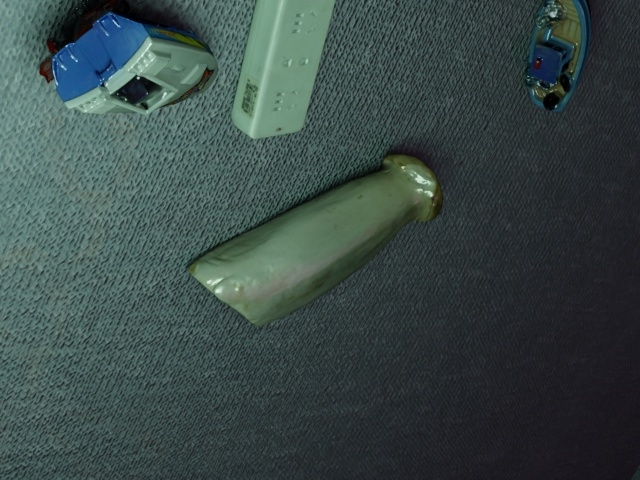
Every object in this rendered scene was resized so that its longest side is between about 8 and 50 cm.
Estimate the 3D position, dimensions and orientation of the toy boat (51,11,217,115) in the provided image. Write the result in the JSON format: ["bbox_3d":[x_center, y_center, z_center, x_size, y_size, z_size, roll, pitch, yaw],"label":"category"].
[{"bbox_3d":[-0.191,-0.195,1.371,0.129,0.088,0.295,-34,173,15],"label":"toy boat"}]

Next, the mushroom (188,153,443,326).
[{"bbox_3d":[0.000,0.008,1.763,0.407,0.137,0.154,-28,126,-17],"label":"mushroom"}]

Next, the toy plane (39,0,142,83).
[{"bbox_3d":[-0.266,-0.235,1.333,0.145,0.060,0.037,-36,144,8],"label":"toy plane"}]

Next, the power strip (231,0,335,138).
[{"bbox_3d":[-0.041,-0.280,1.522,0.098,0.058,0.338,-12,130,-39],"label":"power strip"}]

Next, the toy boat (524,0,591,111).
[{"bbox_3d":[0.380,-0.312,1.892,0.097,0.100,0.223,-37,143,-39],"label":"toy boat"}]
